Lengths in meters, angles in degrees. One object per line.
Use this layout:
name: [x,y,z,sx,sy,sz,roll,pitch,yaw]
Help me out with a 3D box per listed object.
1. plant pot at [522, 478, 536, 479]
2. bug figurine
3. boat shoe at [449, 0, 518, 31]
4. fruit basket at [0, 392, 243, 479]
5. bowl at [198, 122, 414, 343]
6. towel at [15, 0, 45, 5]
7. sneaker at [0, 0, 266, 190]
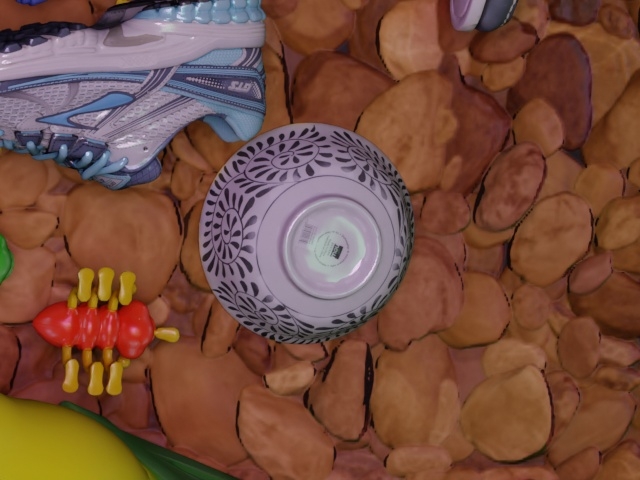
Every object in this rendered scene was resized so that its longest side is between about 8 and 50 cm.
plant pot: [0.207,0.316,1.314,0.207,0.228,0.227,24,92,-10]
bug figurine: [-0.189,-0.038,1.235,0.216,0.072,0.279,10,90,-22]
boat shoe: [0.183,-0.293,1.272,0.099,0.116,0.319,20,88,-12]
fruit basket: [-0.154,0.242,1.132,0.392,0.392,0.283,13,95,-15]
bowl: [0.000,0.000,1.286,0.170,0.080,0.170,-2,98,-15]
towel: [-0.083,-0.315,1.180,0.336,0.040,0.243,-24,129,-17]
sneaker: [-0.157,-0.085,1.148,0.283,0.110,0.122,-15,103,-21]
